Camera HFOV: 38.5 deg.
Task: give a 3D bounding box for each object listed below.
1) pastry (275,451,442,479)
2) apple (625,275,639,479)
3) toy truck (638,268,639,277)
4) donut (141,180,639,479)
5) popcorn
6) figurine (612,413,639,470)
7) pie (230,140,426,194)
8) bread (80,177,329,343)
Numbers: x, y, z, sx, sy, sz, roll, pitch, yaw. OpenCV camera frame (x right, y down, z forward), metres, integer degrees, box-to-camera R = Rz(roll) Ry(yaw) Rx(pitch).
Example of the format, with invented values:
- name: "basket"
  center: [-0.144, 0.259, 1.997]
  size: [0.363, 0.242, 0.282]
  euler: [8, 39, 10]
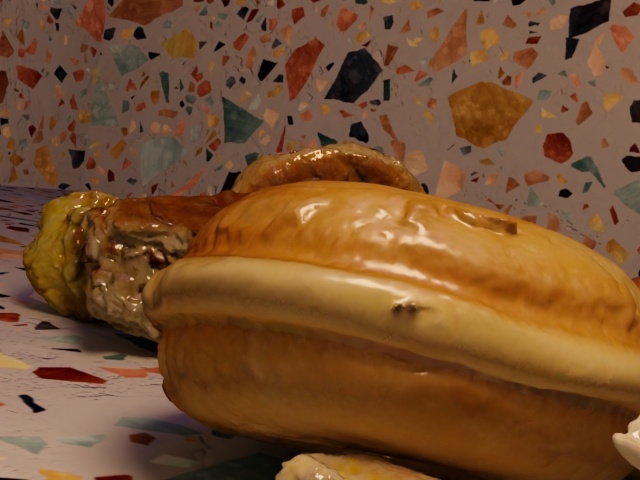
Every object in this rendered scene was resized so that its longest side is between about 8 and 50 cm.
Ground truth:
- name: "pastry"
  center: [0.091, 0.197, 0.578]
  size: [0.258, 0.089, 0.121]
  euler: [10, -8, 17]
- name: "apple"
  center: [0.350, 0.145, 0.944]
  size: [0.260, 0.194, 0.261]
  euler: [5, -34, 4]
- name: "toy truck"
  center: [0.517, 0.132, 1.356]
  size: [0.124, 0.243, 0.101]
  euler: [22, 5, -1]
- name: "donut"
  center: [0.071, 0.091, 0.762]
  size: [0.448, 0.198, 0.449]
  euler: [12, -14, 3]
- name: "popcorn"
  center: [-0.319, 0.024, 1.286]
  size: [0.197, 0.198, 0.155]
  euler: [10, 7, -3]
- name: "figurine"
  center: [0.277, 0.185, 0.459]
  size: [0.394, 0.227, 0.274]
  euler: [19, 23, -52]
- name: "pie"
  center: [0.000, 0.000, 1.351]
  size: [0.339, 0.340, 0.083]
  euler: [8, 27, -19]
- name: "bread"
  center: [-0.102, 0.061, 1.137]
  size: [0.369, 0.192, 0.314]
  euler: [-6, 28, -18]
